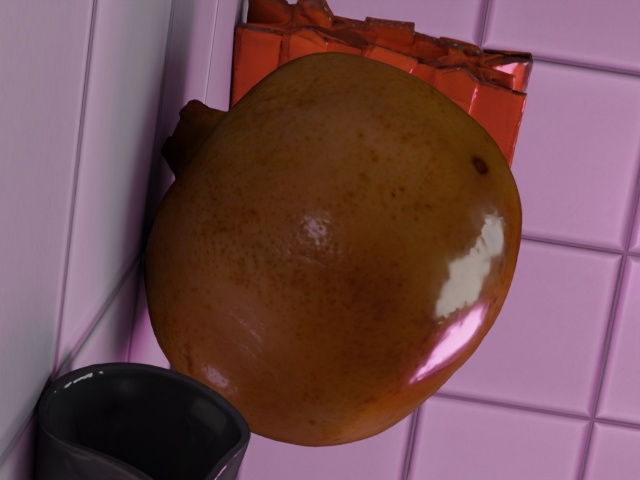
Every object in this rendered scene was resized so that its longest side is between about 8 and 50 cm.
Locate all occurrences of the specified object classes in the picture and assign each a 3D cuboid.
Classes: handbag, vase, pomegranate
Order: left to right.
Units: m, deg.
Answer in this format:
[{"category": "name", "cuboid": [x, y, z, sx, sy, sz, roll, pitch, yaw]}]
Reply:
[{"category": "vase", "cuboid": [-0.162, 0.236, 1.274, 0.251, 0.156, 0.301, -122, -140, -52]}, {"category": "pomegranate", "cuboid": [0.000, 0.000, 1.668, 0.416, 0.417, 0.416, 9, 90, -89]}, {"category": "handbag", "cuboid": [0.076, -0.178, 2.305, 0.303, 0.410, 0.116, 98, 9, -47]}]
